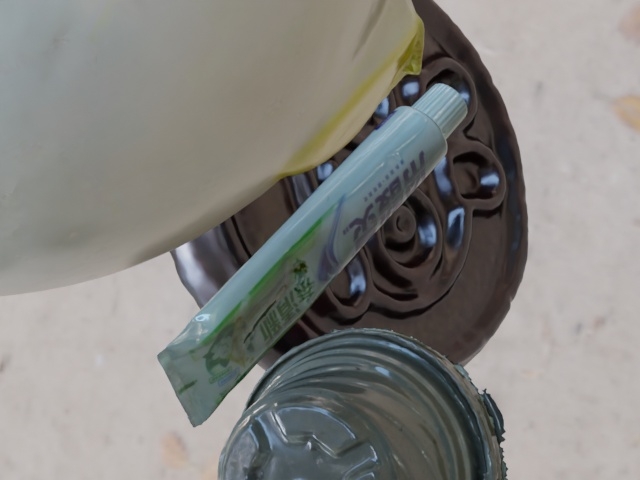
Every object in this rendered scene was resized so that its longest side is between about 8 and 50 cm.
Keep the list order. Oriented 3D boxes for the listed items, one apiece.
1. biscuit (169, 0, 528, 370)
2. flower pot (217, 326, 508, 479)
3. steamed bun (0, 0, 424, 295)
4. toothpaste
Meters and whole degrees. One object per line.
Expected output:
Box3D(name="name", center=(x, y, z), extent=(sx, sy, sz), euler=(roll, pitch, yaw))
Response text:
Box3D(name="biscuit", center=(0.033, -0.061, 1.533), extent=(0.091, 0.407, 0.407), euler=(-20, 63, 46))
Box3D(name="flower pot", center=(0.013, 0.182, 1.333), extent=(0.235, 0.140, 0.235), euler=(1, 92, 25))
Box3D(name="steamed bun", center=(-0.147, -0.130, 0.752), extent=(0.374, 0.334, 0.334), euler=(-4, 76, 44))
Box3D(name="toothpaste", center=(0.000, 0.000, 1.193), extent=(0.048, 0.075, 0.297), euler=(23, 59, 38))
